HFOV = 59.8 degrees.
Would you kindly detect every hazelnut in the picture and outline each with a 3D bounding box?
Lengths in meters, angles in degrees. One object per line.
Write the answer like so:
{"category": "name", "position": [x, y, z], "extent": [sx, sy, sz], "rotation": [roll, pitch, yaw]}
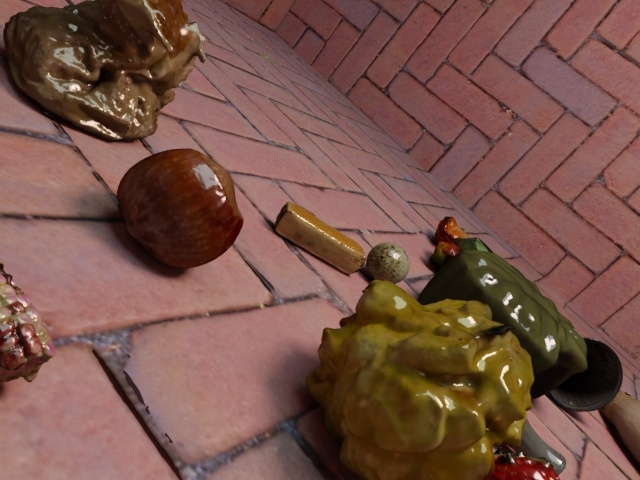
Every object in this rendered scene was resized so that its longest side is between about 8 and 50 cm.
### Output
{"category": "hazelnut", "position": [-0.174, -0.040, 0.691], "extent": [0.154, 0.143, 0.143], "rotation": [59, 22, 6]}

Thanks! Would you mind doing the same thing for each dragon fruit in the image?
{"category": "dragon fruit", "position": [0.416, 0.085, 1.503], "extent": [0.268, 0.130, 0.295], "rotation": [43, 19, -5]}

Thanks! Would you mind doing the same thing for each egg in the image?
{"category": "egg", "position": [0.138, 0.048, 1.123], "extent": [0.110, 0.085, 0.085], "rotation": [19, 27, -51]}

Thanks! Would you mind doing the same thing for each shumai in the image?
{"category": "shumai", "position": [-0.321, -0.339, 0.882], "extent": [0.266, 0.262, 0.314], "rotation": [29, 20, -29]}

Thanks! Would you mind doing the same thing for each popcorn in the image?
{"category": "popcorn", "position": [0.113, 0.162, 0.649], "extent": [0.251, 0.216, 0.286], "rotation": [10, 12, 15]}

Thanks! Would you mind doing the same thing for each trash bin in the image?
{"category": "trash bin", "position": [0.595, 0.297, 1.324], "extent": [0.175, 0.175, 0.161], "rotation": [40, 7, 2]}

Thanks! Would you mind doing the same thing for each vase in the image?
{"category": "vase", "position": [0.299, 0.291, 0.900], "extent": [0.214, 0.086, 0.086], "rotation": [47, 20, 6]}

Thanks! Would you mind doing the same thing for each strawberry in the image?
{"category": "strawberry", "position": [0.232, 0.329, 0.661], "extent": [0.131, 0.148, 0.131], "rotation": [10, -12, 2]}
{"category": "strawberry", "position": [0.414, -0.007, 1.752], "extent": [0.140, 0.085, 0.192], "rotation": [45, 24, -8]}

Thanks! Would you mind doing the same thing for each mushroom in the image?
{"category": "mushroom", "position": [0.794, 0.491, 1.291], "extent": [0.177, 0.126, 0.397], "rotation": [39, 16, -34]}

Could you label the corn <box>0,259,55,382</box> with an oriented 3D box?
{"category": "corn", "position": [-0.310, 0.002, 0.417], "extent": [0.280, 0.092, 0.092], "rotation": [47, 20, 9]}

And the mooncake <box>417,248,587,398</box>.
{"category": "mooncake", "position": [0.379, 0.169, 1.155], "extent": [0.351, 0.187, 0.351], "rotation": [32, 21, -14]}

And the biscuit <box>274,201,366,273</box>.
{"category": "biscuit", "position": [0.000, 0.000, 1.024], "extent": [0.187, 0.056, 0.052], "rotation": [32, 22, -23]}
